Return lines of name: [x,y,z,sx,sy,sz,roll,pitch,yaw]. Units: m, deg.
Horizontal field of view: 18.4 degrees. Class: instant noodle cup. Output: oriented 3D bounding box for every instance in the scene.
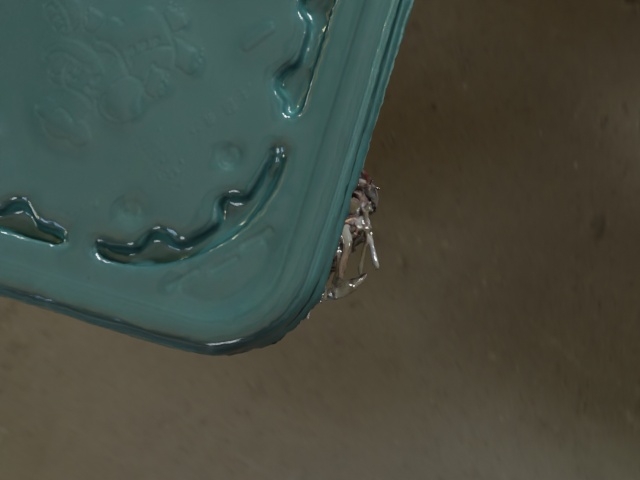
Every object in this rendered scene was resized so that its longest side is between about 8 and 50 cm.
instant noodle cup: [-0.066,-0.063,0.492,0.179,0.070,0.157,16,87,6]

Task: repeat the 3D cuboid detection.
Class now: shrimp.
shrimp: [0.000,0.000,1.075,0.056,0.065,0.165,-42,25,30]
